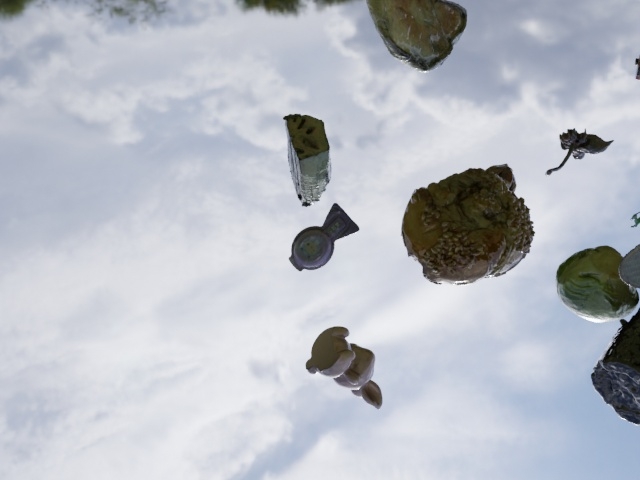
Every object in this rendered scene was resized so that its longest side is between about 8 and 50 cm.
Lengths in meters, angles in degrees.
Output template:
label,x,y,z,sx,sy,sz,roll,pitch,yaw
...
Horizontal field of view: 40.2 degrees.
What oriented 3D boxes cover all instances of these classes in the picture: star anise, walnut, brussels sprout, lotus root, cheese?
label,x,y,z,sx,sy,sz,roll,pitch,yaw
star anise,0.693,-0.215,2.400,0.148,0.218,0.227,14,-113,32
walnut,0.486,-0.140,2.458,0.115,0.116,0.207,13,-124,31
brussels sprout,0.557,0.091,1.771,0.143,0.181,0.161,-27,-134,-14
lotus root,-0.014,-0.132,1.485,0.070,0.144,0.143,-11,-132,-7
cheese,0.000,0.000,2.180,0.191,0.105,0.042,-44,173,8

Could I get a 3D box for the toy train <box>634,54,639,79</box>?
label,x,y,z,sx,sy,sz,roll,pitch,yaw
toy train,0.695,-0.339,1.734,0.137,0.050,0.087,10,-147,14

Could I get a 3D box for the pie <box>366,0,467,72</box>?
label,x,y,z,sx,sy,sz,roll,pitch,yaw
pie,0.213,-0.549,2.013,0.337,0.338,0.075,-33,-166,-37

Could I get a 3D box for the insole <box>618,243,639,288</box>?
label,x,y,z,sx,sy,sz,roll,pitch,yaw
insole,0.621,-0.003,1.311,0.348,0.119,0.009,-20,-148,22

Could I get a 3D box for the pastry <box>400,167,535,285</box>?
label,x,y,z,sx,sy,sz,roll,pitch,yaw
pastry,0.337,-0.036,1.952,0.310,0.162,0.255,-20,-106,-20

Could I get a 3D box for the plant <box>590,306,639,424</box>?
label,x,y,z,sx,sy,sz,roll,pitch,yaw
plant,0.655,0.188,1.631,0.181,0.194,0.320,44,-121,11

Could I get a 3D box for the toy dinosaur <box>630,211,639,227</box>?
label,x,y,z,sx,sy,sz,roll,pitch,yaw
toy dinosaur,0.801,-0.058,2.165,0.083,0.062,0.021,-38,-141,1

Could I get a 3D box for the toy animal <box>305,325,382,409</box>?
label,x,y,z,sx,sy,sz,roll,pitch,yaw
toy animal,0.070,0.266,1.849,0.124,0.212,0.124,-22,-131,29
